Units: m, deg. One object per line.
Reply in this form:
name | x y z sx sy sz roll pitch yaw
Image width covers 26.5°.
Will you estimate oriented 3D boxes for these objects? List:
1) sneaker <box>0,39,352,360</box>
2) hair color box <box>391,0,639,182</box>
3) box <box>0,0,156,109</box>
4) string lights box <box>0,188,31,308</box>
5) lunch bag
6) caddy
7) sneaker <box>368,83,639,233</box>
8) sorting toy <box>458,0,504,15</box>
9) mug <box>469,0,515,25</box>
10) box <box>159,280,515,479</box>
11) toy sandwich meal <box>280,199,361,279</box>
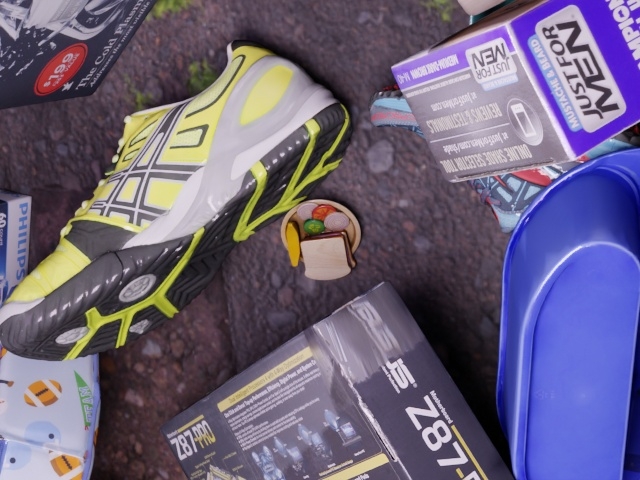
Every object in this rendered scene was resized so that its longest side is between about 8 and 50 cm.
sneaker | -0.154 -0.033 1.286 0.385 0.145 0.147 -38 69 -7
hair color box | 0.241 -0.168 0.985 0.110 0.339 0.185 61 161 -8
box | -0.263 -0.296 1.226 0.179 0.312 0.343 44 115 11
string lights box | -0.405 0.030 1.384 0.077 0.260 0.133 12 106 23
lunch bag | -0.299 0.214 1.344 0.115 0.303 0.243 16 131 -15
caddy | 0.270 0.095 1.125 0.241 0.179 0.341 3 112 4
sneaker | 0.156 -0.067 1.195 0.262 0.104 0.125 17 109 21
sorting toy | 0.197 -0.333 1.042 0.257 0.255 0.089 -25 130 27
mug | 0.208 -0.171 1.153 0.129 0.097 0.157 -28 89 26
box | 0.025 0.242 1.219 0.318 0.097 0.395 57 148 4
toy sandwich meal | 0.000 0.000 1.305 0.086 0.029 0.085 2 125 3
